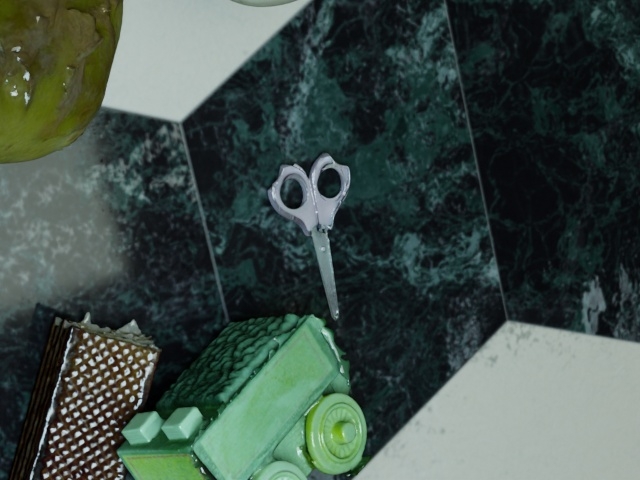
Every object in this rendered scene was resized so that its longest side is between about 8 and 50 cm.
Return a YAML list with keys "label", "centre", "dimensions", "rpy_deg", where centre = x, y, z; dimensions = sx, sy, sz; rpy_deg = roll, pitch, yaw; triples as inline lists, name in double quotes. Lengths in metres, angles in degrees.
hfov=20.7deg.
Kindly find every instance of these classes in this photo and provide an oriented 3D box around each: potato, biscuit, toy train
- label: "potato"
  centre: [-0.309, -0.183, 1.662]
  dimensions: [0.299, 0.196, 0.246]
  rpy_deg: [-11, 104, -24]
- label: "biscuit"
  centre: [-0.250, 0.199, 1.816]
  dimensions: [0.106, 0.070, 0.252]
  rpy_deg: [16, 91, -27]
- label: "toy train"
  centre: [-0.073, 0.205, 1.826]
  dimensions: [0.272, 0.159, 0.188]
  rpy_deg: [-48, 115, -37]

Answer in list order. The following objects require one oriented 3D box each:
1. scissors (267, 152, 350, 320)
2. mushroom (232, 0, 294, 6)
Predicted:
- label: "scissors"
  centre: [0.000, 0.000, 1.928]
  dimensions: [0.100, 0.015, 0.189]
  rpy_deg: [-18, 107, -23]
- label: "mushroom"
  centre: [-0.123, -0.375, 1.695]
  dimensions: [0.336, 0.314, 0.314]
  rpy_deg: [-3, 101, 8]
